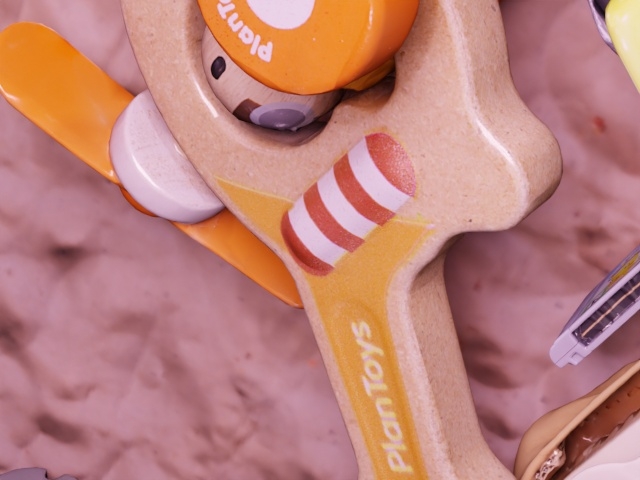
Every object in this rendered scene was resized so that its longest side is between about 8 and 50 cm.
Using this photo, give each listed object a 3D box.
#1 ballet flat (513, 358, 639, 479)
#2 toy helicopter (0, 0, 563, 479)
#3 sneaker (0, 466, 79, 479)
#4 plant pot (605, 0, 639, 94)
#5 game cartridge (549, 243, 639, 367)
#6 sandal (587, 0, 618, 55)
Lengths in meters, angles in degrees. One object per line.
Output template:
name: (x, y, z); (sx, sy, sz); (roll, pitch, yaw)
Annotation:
ballet flat: (0.164, 0.068, 0.727); (0.080, 0.073, 0.232); (43, 125, 0)
toy helicopter: (0.000, 0.000, 0.724); (0.235, 0.140, 0.355); (-3, 110, 40)
sneaker: (-0.079, 0.276, 0.908); (0.341, 0.139, 0.125); (40, 123, -1)
plant pot: (0.252, -0.064, 0.533); (0.227, 0.207, 0.228); (-30, 102, 32)
game cartridge: (0.130, 0.015, 0.725); (0.017, 0.056, 0.083); (46, 125, 5)
sandal: (0.131, -0.097, 0.647); (0.254, 0.097, 0.054); (64, 156, -9)
